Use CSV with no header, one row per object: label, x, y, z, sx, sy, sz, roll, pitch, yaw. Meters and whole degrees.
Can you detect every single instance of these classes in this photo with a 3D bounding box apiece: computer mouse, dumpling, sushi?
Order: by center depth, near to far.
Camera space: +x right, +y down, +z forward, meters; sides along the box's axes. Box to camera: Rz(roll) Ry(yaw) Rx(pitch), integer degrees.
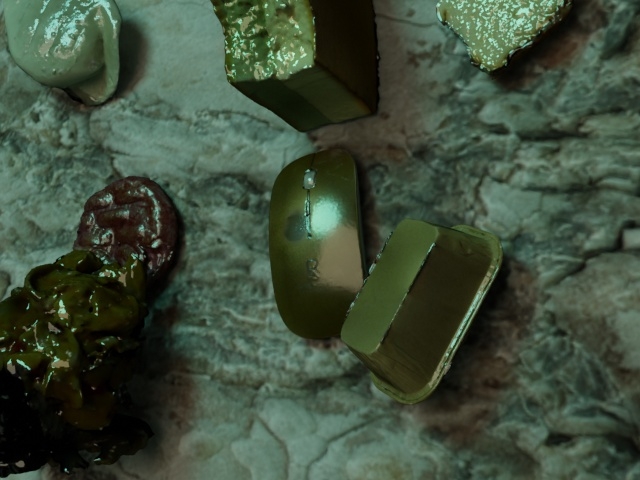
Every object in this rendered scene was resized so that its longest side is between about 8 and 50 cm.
computer mouse,-0.001,0.000,1.082,0.102,0.045,0.199,-11,72,24
sushi,-0.273,0.125,1.115,0.200,0.213,0.204,3,104,12
dumpling,-0.302,-0.255,1.295,0.150,0.092,0.176,-35,63,21

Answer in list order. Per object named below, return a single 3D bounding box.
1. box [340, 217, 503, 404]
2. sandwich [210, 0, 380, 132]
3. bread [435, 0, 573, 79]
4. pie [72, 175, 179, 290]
box,0.096,0.061,0.984,0.111,0.111,0.177,26,86,33
sandwich,-0.025,-0.245,1.081,0.108,0.186,0.220,-12,70,24
bread,0.182,-0.232,1.044,0.126,0.044,0.129,-46,62,20
pie,-0.224,0.000,1.215,0.154,0.036,0.154,-8,74,28
